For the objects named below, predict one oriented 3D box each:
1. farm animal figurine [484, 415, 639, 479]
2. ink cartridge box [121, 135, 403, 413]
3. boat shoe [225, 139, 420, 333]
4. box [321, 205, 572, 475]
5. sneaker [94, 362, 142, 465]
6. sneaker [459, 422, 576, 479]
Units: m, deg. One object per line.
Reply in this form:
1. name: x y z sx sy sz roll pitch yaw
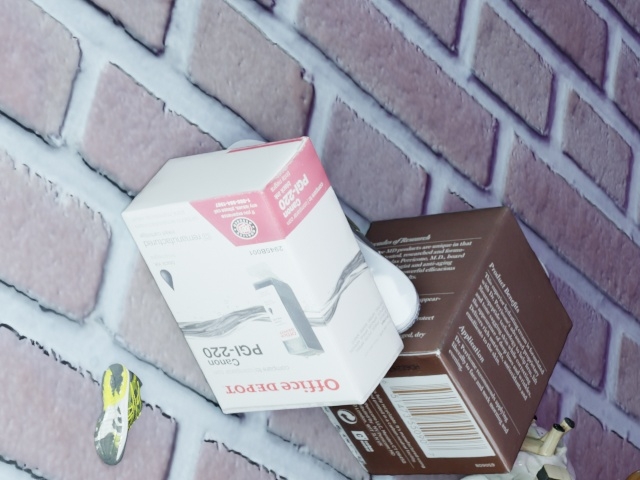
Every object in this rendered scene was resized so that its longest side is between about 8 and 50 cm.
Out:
1. farm animal figurine: 0.278 0.340 1.700 0.326 0.172 0.330 25 29 -17
2. ink cartridge box: -0.047 0.035 1.509 0.092 0.158 0.218 -53 126 -45
3. boat shoe: 0.000 0.000 1.599 0.080 0.228 0.076 -50 172 -3
4. box: 0.113 0.099 1.710 0.168 0.167 0.203 58 43 -30
5. sneaker: -0.160 0.143 1.447 0.035 0.031 0.083 25 65 -50
6. sneaker: 0.202 0.245 1.892 0.232 0.090 0.115 11 67 -59
